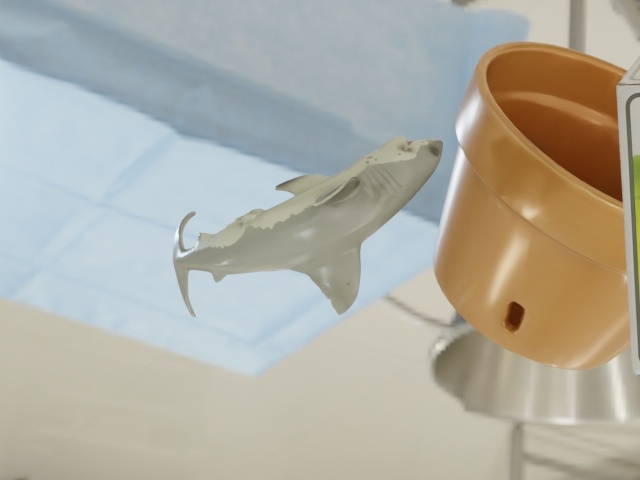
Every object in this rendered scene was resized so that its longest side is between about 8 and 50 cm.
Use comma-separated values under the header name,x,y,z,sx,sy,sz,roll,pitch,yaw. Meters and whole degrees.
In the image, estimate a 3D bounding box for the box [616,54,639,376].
name,x,y,z,sx,sy,sz,roll,pitch,yaw
box,0.247,-0.049,0.836,0.087,0.290,0.169,0,110,21

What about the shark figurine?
name,x,y,z,sx,sy,sz,roll,pitch,yaw
shark figurine,-0.025,0.014,1.160,0.278,0.166,0.116,-22,101,21

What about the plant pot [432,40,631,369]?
name,x,y,z,sx,sy,sz,roll,pitch,yaw
plant pot,0.232,-0.021,1.286,0.291,0.291,0.203,17,123,-17
